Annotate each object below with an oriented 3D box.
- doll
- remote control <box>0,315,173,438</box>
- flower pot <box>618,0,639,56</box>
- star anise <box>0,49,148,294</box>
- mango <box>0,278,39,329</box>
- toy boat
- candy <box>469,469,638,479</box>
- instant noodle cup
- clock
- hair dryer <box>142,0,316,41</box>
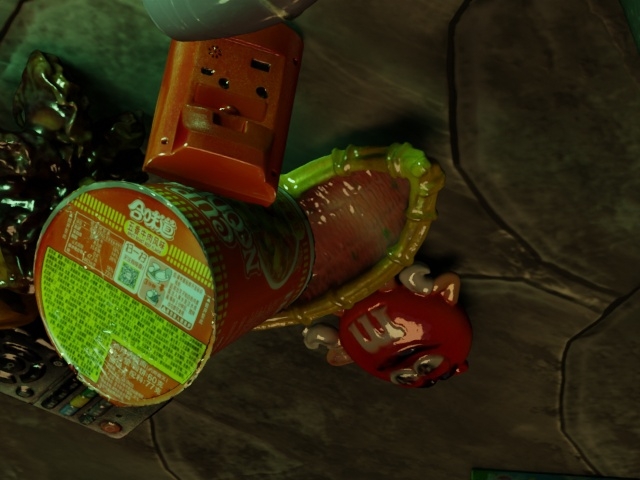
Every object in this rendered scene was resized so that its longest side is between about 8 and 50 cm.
[{"bbox_3d":[0.064,0.079,1.896,0.183,0.085,0.217,-20,126,30],"label":"doll"},{"bbox_3d":[-0.348,0.099,2.004,0.399,0.062,0.144,26,139,-25],"label":"remote control"},{"bbox_3d":[0.332,-0.208,1.351,0.379,0.251,0.379,5,144,4],"label":"flower pot"},{"bbox_3d":[-0.228,-0.051,1.712,0.126,0.190,0.220,13,153,37],"label":"star anise"},{"bbox_3d":[-0.346,0.005,1.829,0.166,0.136,0.236,-2,146,30],"label":"mango"},{"bbox_3d":[0.001,-0.002,1.777,0.318,0.099,0.141,-34,97,32],"label":"toy boat"},{"bbox_3d":[0.262,0.317,2.155,0.194,0.097,0.062,3,143,5],"label":"candy"},{"bbox_3d":[-0.111,0.026,1.666,0.193,0.212,0.193,7,104,29],"label":"instant noodle cup"},{"bbox_3d":[-0.076,-0.119,1.602,0.113,0.155,0.061,15,154,-13],"label":"clock"},{"bbox_3d":[-0.070,-0.322,1.400,0.301,0.121,0.361,-26,127,24],"label":"hair dryer"}]
